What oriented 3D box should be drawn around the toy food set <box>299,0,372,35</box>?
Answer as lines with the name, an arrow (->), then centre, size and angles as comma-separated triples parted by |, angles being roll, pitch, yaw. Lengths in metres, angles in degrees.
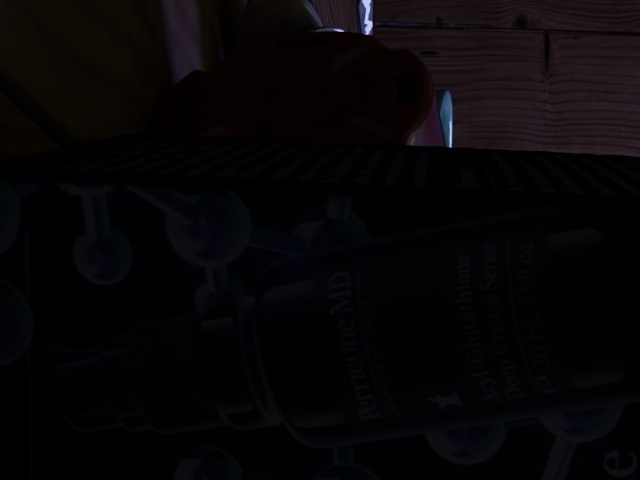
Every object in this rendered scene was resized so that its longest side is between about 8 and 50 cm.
toy food set -> -0.011, -0.146, 0.871 | 0.038, 0.192, 0.132 | 49, -11, 23

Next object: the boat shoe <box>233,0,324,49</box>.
boat shoe -> -0.037, -0.180, 0.973 | 0.285, 0.103, 0.092 | 74, 7, -63

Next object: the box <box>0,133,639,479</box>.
box -> 0.049, 0.105, 0.458 | 0.212, 0.396, 0.293 | -55, 147, -77

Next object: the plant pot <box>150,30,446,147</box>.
plant pot -> 0.000, 0.000, 0.714 | 0.272, 0.273, 0.265 | -80, 164, -48

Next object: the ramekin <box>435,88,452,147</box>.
ramekin -> 0.081, -0.051, 1.200 | 0.303, 0.148, 0.303 | 6, 90, -78
